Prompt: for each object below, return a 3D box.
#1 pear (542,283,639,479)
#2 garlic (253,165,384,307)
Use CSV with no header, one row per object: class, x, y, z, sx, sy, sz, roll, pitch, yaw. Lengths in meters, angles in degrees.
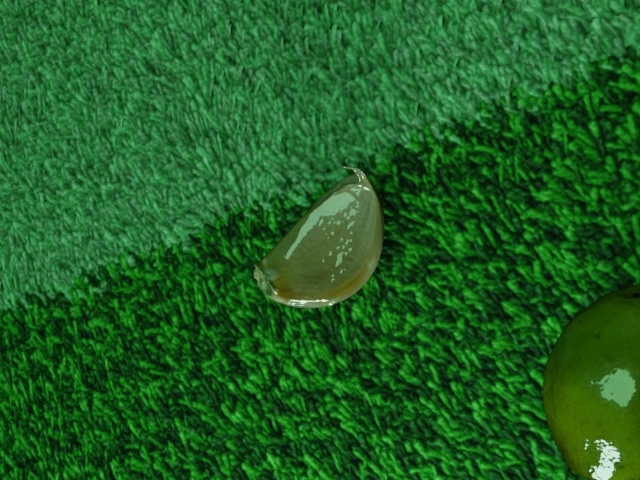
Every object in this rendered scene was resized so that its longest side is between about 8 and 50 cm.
pear,0.395,0.189,1.511,0.212,0.212,0.269,20,102,29
garlic,0.012,0.000,1.767,0.245,0.164,0.145,-50,48,12
